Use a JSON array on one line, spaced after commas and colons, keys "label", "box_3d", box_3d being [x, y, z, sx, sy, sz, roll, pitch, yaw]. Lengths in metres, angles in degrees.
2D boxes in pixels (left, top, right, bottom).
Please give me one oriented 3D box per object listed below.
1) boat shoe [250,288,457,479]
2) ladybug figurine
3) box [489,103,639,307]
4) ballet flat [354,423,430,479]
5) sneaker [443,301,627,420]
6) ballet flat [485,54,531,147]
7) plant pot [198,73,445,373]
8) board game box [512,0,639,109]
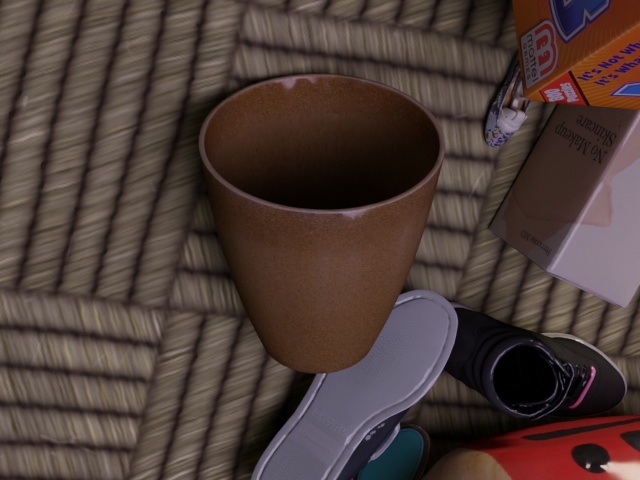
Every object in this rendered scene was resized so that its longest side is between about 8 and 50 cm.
[{"label": "boat shoe", "box_3d": [0.036, 0.179, 1.954, 0.302, 0.091, 0.114, -45, 78, -1]}, {"label": "ladybug figurine", "box_3d": [0.285, 0.291, 2.008, 0.449, 0.305, 0.161, -7, 94, -30]}, {"label": "box", "box_3d": [0.330, -0.101, 1.942, 0.121, 0.148, 0.311, 24, 98, -30]}, {"label": "ballet flat", "box_3d": [0.066, 0.298, 2.038, 0.206, 0.073, 0.067, -55, 149, 7]}, {"label": "sneaker", "box_3d": [0.255, 0.161, 2.013, 0.296, 0.147, 0.104, 21, 99, -32]}, {"label": "ballet flat", "box_3d": [0.210, -0.150, 1.926, 0.041, 0.041, 0.114, 15, 104, -29]}, {"label": "plant pot", "box_3d": [0.000, 0.000, 1.802, 0.237, 0.237, 0.254, -15, 131, -19]}, {"label": "board game box", "box_3d": [0.410, -0.343, 1.675, 0.356, 0.356, 0.356, 2, 73, -25]}]
